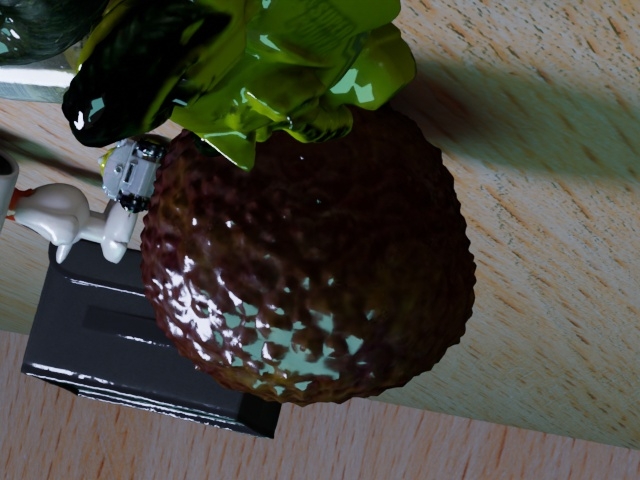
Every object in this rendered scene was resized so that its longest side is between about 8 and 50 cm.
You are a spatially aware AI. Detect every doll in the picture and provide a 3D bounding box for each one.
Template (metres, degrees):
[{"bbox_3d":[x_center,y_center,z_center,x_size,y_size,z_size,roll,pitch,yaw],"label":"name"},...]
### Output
[{"bbox_3d":[-0.337,-0.048,1.688,0.271,0.144,0.208,17,-171,-1],"label":"doll"}]

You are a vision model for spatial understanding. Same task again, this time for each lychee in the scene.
[{"bbox_3d":[-0.007,0.004,1.186,0.260,0.260,0.260,13,169,3],"label":"lychee"}]

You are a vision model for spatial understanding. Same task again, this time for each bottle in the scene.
[{"bbox_3d":[-0.141,-0.137,1.111,0.270,0.083,0.083,5,166,22],"label":"bottle"}]

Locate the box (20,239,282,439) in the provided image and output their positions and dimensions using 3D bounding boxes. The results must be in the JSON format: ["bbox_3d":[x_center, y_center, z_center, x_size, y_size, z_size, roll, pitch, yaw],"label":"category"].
[{"bbox_3d":[-0.219,0.147,2.253,0.345,0.204,0.251,11,169,12],"label":"box"}]

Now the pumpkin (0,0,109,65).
[{"bbox_3d":[-0.205,-0.169,0.915,0.167,0.125,0.167,21,162,7],"label":"pumpkin"}]

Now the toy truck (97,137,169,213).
[{"bbox_3d":[-0.168,-0.064,1.538,0.111,0.076,0.077,19,-173,-20],"label":"toy truck"}]

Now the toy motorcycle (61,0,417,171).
[{"bbox_3d":[-0.025,-0.129,0.796,0.142,0.206,0.342,49,-173,4],"label":"toy motorcycle"}]
